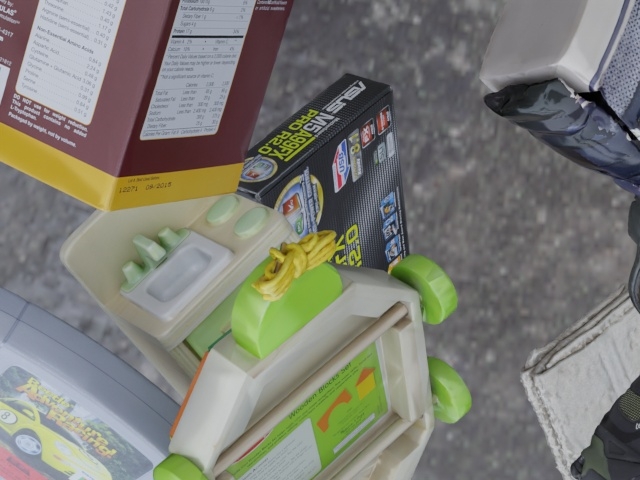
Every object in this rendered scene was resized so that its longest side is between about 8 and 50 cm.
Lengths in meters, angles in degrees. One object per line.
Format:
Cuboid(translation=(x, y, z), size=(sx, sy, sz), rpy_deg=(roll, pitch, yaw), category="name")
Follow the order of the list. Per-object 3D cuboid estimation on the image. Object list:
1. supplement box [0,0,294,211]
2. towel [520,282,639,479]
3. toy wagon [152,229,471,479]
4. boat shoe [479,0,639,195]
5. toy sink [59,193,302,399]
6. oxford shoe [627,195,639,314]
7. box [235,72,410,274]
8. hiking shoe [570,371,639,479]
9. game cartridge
Cuboid(translation=(-0.126, -0.145, 0.950), size=(0.191, 0.129, 0.194), rpy_deg=(25, 107, 23), category="supplement box")
Cuboid(translation=(0.337, 0.201, 2.020), size=(0.049, 0.187, 0.282), rpy_deg=(24, 142, 56), category="towel")
Cuboid(translation=(-0.008, 0.116, 1.297), size=(0.068, 0.267, 0.344), rpy_deg=(30, 147, 35), category="toy wagon")
Cuboid(translation=(0.235, -0.192, 1.231), size=(0.158, 0.341, 0.127), rpy_deg=(35, 160, -28), category="boat shoe")
Cuboid(translation=(-0.082, 0.052, 1.528), size=(0.234, 0.153, 0.131), rpy_deg=(53, 165, -28), category="toy sink")
Cuboid(translation=(0.352, 0.039, 1.716), size=(0.083, 0.096, 0.227), rpy_deg=(-36, 143, -10), category="oxford shoe")
Cuboid(translation=(0.000, 0.000, 1.784), size=(0.060, 0.216, 0.270), rpy_deg=(20, 134, 33), category="box")
Cuboid(translation=(0.239, 0.114, 0.979), size=(0.086, 0.114, 0.227), rpy_deg=(33, 167, -38), category="hiking shoe")
Cuboid(translation=(-0.212, 0.148, 1.438), size=(0.294, 0.060, 0.196), rpy_deg=(37, 135, -13), category="game cartridge")
